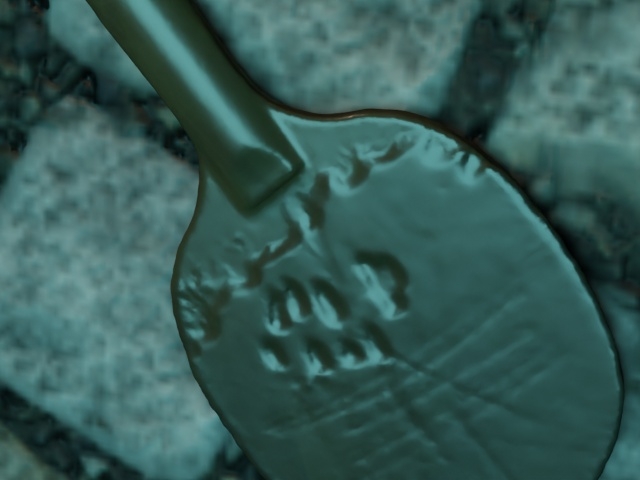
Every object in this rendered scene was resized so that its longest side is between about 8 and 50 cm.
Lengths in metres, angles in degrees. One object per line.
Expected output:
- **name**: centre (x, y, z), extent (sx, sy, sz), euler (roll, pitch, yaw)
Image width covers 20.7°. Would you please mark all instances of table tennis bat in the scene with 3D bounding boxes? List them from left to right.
- **table tennis bat**: centre (0.000, 0.000, 0.550), extent (0.131, 0.022, 0.234), euler (-34, 95, 22)
